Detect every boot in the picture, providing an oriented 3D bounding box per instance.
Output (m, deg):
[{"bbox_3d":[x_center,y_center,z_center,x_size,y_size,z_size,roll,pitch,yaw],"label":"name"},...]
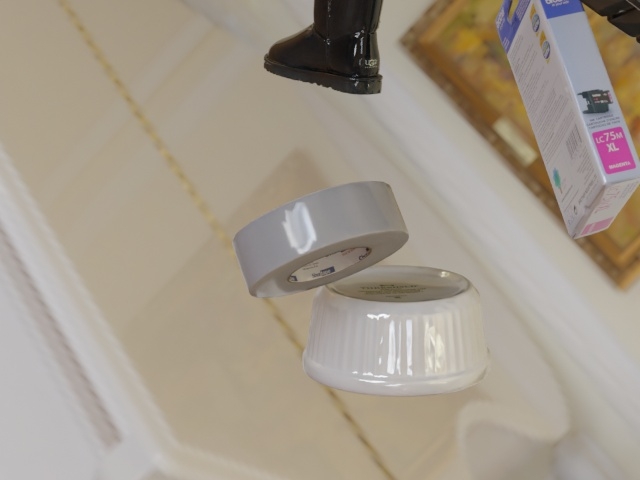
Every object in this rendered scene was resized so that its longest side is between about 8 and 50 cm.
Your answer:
[{"bbox_3d":[0.012,-0.325,2.374,0.094,0.207,0.246,-5,16,-34],"label":"boot"}]

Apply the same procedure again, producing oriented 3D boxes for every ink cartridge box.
[{"bbox_3d":[0.301,-0.179,2.060,0.186,0.065,0.311,104,-32,-70],"label":"ink cartridge box"}]

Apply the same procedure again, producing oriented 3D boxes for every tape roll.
[{"bbox_3d":[0.000,0.000,2.154,0.219,0.219,0.072,11,56,-67],"label":"tape roll"}]

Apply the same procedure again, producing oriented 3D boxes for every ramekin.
[{"bbox_3d":[0.108,0.120,2.366,0.273,0.127,0.273,0,14,0],"label":"ramekin"}]

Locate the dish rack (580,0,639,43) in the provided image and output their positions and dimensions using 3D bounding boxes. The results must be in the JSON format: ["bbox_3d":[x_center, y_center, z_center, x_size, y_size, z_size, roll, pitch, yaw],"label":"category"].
[{"bbox_3d":[0.339,-0.356,1.882,0.208,0.074,0.271,29,53,-34],"label":"dish rack"}]
